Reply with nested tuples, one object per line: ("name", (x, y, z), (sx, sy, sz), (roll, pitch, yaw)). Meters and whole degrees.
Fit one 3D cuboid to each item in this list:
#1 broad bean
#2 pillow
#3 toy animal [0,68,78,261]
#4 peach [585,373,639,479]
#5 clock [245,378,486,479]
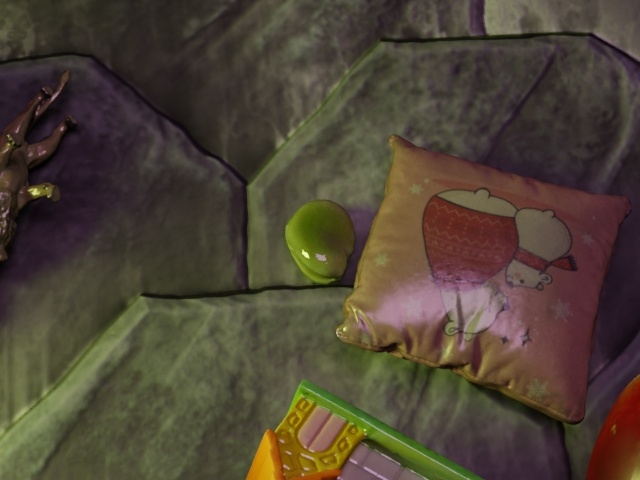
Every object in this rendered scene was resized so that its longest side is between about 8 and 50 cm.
("broad bean", (0.000, 0.000, 1.342), (0.063, 0.045, 0.083), (-1, 57, -5))
("pillow", (0.143, 0.026, 1.313), (0.236, 0.084, 0.223), (19, 65, 2))
("toy animal", (-0.266, -0.072, 1.343), (0.069, 0.086, 0.220), (40, 56, -28))
("peach", (0.328, 0.199, 1.181), (0.243, 0.199, 0.243), (6, 64, -12))
("clock", (0.016, 0.262, 1.128), (0.220, 0.106, 0.255), (28, 40, 9))
